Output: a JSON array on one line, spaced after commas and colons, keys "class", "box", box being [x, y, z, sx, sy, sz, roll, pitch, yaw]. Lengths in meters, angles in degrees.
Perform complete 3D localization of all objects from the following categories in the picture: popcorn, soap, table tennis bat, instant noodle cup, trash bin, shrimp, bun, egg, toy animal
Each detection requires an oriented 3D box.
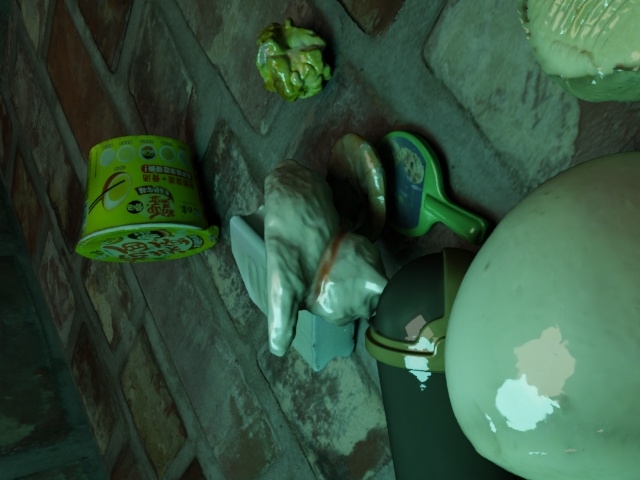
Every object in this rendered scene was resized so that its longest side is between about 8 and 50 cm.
[{"class": "popcorn", "box": [-0.050, -0.306, 1.207, 0.145, 0.126, 0.125, 55, 165, 8]}, {"class": "soap", "box": [-0.054, 0.078, 1.283, 0.289, 0.095, 0.172, 42, 144, 41]}, {"class": "table tennis bat", "box": [0.152, -0.065, 1.050, 0.257, 0.039, 0.160, 40, 133, 44]}, {"class": "instant noodle cup", "box": [-0.391, -0.091, 1.597, 0.311, 0.311, 0.221, -25, 68, 53]}, {"class": "trash bin", "box": [0.170, 0.173, 0.935, 0.214, 0.214, 0.333, 13, 114, 52]}, {"class": "shrimp", "box": [0.062, -0.054, 1.144, 0.145, 0.059, 0.254, 41, 138, 38]}, {"class": "bun", "box": [0.322, -0.259, 0.674, 0.259, 0.152, 0.259, -10, 78, 60]}, {"class": "egg", "box": [0.278, 0.077, 0.697, 0.283, 0.283, 0.345, 15, 85, 52]}, {"class": "toy animal", "box": [0.000, 0.000, 1.097, 0.308, 0.188, 0.266, -74, -28, -83]}]
